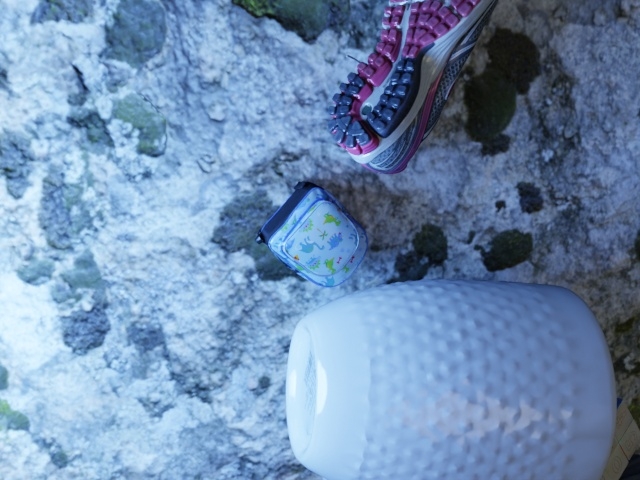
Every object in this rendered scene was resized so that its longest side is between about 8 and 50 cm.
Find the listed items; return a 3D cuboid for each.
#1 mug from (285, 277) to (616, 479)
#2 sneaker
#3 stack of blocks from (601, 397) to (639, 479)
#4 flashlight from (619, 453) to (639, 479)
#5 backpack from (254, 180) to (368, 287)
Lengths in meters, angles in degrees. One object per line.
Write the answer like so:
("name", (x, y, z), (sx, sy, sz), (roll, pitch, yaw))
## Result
("mug", (0.124, 0.217, 1.025), (0.327, 0.276, 0.374), (4, 132, -14))
("sneaker", (0.122, -0.220, 0.989), (0.299, 0.121, 0.112), (-55, 142, -1))
("stack of blocks", (0.286, 0.336, 1.134), (0.297, 0.171, 0.087), (-48, 120, -22))
("flashlight", (0.364, 0.416, 1.218), (0.304, 0.103, 0.103), (-19, 75, -9))
("backpack", (0.000, 0.000, 1.005), (0.114, 0.084, 0.105), (40, 91, -26))
